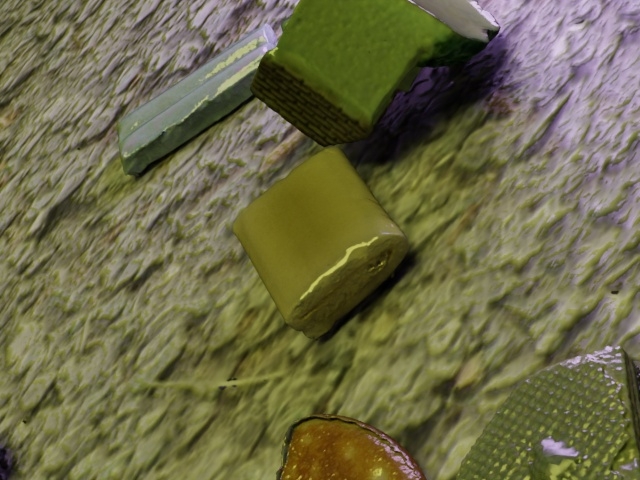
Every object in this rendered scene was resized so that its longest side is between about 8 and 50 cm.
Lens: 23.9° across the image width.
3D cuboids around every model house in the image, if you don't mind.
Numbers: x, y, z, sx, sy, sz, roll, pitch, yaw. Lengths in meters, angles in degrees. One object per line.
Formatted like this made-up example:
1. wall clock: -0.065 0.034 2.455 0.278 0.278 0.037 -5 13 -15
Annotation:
1. model house: 0.045 -0.192 1.514 0.189 0.195 0.214 -52 5 21

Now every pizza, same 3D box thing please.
1. pizza: 0.010 0.227 1.209 0.185 0.036 0.176 13 64 46

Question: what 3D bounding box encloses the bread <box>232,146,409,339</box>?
1. bread: 0.000 0.000 1.427 0.139 0.060 0.178 -37 36 5

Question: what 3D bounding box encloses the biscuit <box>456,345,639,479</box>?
1. biscuit: 0.169 0.195 1.083 0.150 0.052 0.252 -23 40 25

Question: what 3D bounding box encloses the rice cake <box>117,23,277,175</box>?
1. rice cake: -0.141 -0.161 1.736 0.226 0.040 0.085 -33 37 12
